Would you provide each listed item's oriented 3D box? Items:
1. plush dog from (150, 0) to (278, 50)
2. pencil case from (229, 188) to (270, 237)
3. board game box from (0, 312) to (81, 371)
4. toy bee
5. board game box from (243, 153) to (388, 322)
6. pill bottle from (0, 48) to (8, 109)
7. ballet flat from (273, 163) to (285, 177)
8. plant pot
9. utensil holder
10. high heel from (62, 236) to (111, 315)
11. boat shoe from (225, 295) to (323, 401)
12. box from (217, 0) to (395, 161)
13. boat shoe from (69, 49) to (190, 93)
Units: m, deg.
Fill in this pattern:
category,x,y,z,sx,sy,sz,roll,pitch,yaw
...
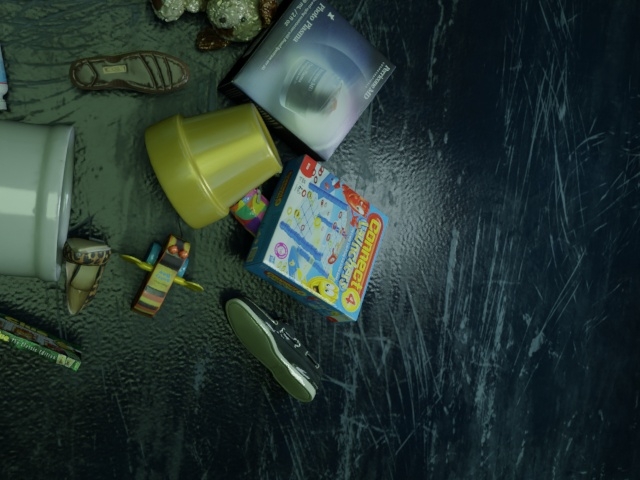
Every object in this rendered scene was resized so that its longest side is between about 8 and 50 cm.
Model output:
category,x,y,z,sx,sy,sz,roll,pitch,yaw
plush dog,-0.221,-0.557,1.482,0.225,0.263,0.210,55,37,-29
pencil case,-0.130,-0.041,1.613,0.104,0.104,0.236,-47,112,-8
board game box,-0.660,0.213,1.443,0.260,0.136,0.030,29,83,-21
toy bee,-0.366,0.046,1.512,0.195,0.162,0.298,4,96,-18
board game box,0.000,0.000,1.590,0.302,0.086,0.308,34,62,-29
pill bottle,-0.716,-0.355,1.374,0.087,0.087,0.160,-10,100,-18
ballet flat,-0.074,-0.175,1.649,0.114,0.041,0.041,-2,98,-19
plant pot,-0.225,-0.185,1.450,0.239,0.254,0.254,-23,105,5
utensil holder,-0.710,-0.092,1.290,0.386,0.327,0.327,5,95,-17
high heel,-0.523,0.089,1.408,0.093,0.261,0.186,16,89,-12
boat shoe,-0.105,0.256,1.660,0.340,0.127,0.113,50,51,-11
box,-0.033,-0.393,1.561,0.294,0.183,0.296,37,84,-21
boat shoe,-0.427,-0.384,1.466,0.258,0.095,0.095,0,105,-12
